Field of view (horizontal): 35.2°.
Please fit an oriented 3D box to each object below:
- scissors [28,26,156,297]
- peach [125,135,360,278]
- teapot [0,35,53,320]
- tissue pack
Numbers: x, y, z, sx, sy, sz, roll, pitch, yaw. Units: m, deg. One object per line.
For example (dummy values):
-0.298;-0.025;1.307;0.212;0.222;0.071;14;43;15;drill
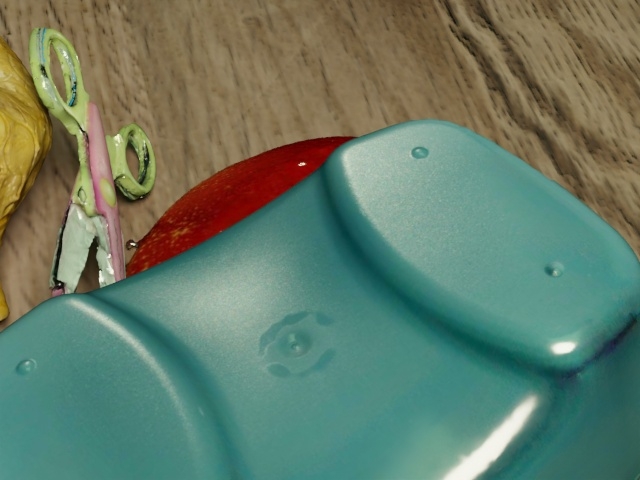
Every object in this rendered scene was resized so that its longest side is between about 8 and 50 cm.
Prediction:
-0.132;-0.028;0.588;0.020;0.133;0.187;-20;51;15;scissors
0.002;-0.003;0.627;0.279;0.068;0.189;-11;53;-16;peach
-0.281;-0.075;0.577;0.167;0.203;0.311;-44;90;11;teapot
0.001;0.098;0.458;0.287;0.206;0.198;-30;50;-18;tissue pack
